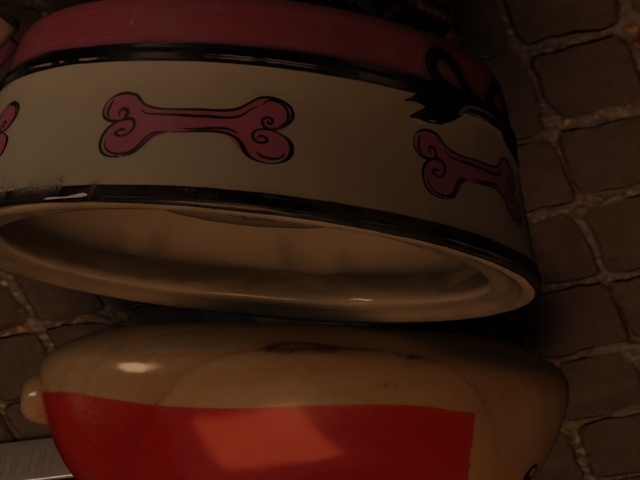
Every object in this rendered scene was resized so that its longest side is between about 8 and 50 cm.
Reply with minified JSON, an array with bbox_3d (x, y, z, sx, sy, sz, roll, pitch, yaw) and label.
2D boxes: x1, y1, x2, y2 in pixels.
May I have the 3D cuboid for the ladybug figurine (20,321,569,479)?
[{"bbox_3d":[-0.020,0.160,1.548,0.449,0.161,0.305,2,170,-2],"label":"ladybug figurine"}]

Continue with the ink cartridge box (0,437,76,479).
[{"bbox_3d":[-0.303,0.275,1.834,0.371,0.069,0.175,-6,131,15],"label":"ink cartridge box"}]

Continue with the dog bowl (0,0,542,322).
[{"bbox_3d":[-0.047,-0.049,1.304,0.408,0.150,0.408,6,168,1],"label":"dog bowl"}]

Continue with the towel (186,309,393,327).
[{"bbox_3d":[0.000,0.000,1.567,0.285,0.034,0.209,-12,132,19],"label":"towel"}]

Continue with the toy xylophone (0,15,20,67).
[{"bbox_3d":[-0.363,-0.170,1.264,0.236,0.081,0.322,-39,121,-1],"label":"toy xylophone"}]

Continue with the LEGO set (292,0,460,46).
[{"bbox_3d":[0.050,-0.218,1.254,0.255,0.192,0.331,30,129,-19],"label":"LEGO set"}]
